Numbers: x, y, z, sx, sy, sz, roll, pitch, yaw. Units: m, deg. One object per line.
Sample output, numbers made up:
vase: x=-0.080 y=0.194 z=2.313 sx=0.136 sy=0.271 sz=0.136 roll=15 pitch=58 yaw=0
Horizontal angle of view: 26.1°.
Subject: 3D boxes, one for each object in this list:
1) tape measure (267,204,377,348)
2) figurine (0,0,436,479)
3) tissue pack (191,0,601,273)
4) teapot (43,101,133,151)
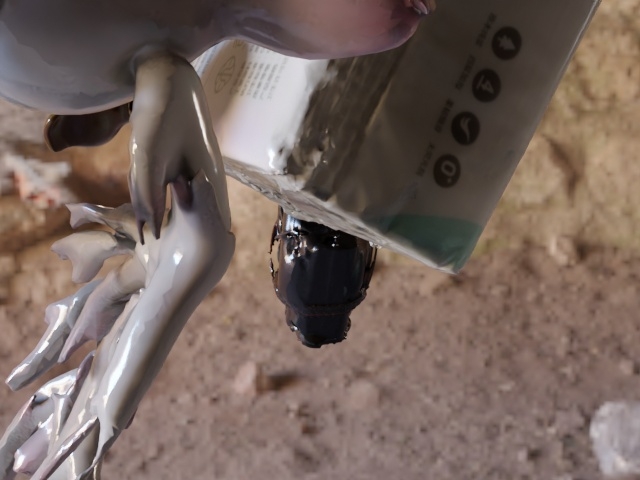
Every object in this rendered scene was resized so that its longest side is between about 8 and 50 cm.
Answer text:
tape measure: x=0.000 y=0.000 z=1.789 sx=0.135 sy=0.202 sz=0.223 roll=3 pitch=39 yaw=-3
figurine: x=-0.080 y=-0.059 z=0.435 sx=0.206 sy=0.284 sz=0.316 roll=35 pitch=33 yaw=-8
tissue pack: x=0.061 y=-0.181 z=1.017 sx=0.193 sy=0.357 sz=0.266 roll=28 pitch=-3 yaw=-26
teapot: x=-0.169 y=-0.117 z=0.955 sx=0.078 sy=0.098 sz=0.129 roll=1 pitch=53 yaw=-2
